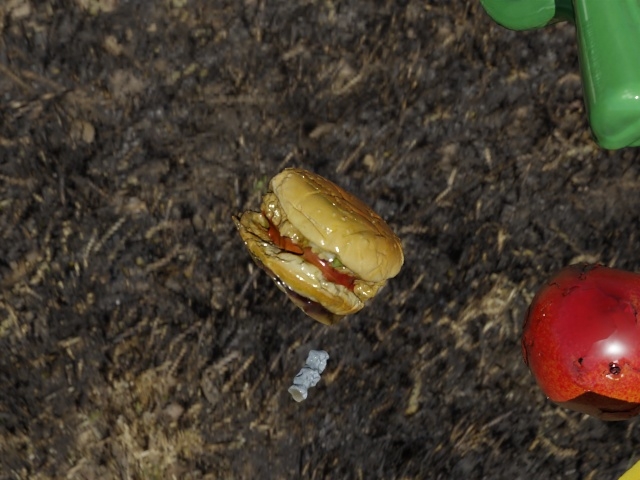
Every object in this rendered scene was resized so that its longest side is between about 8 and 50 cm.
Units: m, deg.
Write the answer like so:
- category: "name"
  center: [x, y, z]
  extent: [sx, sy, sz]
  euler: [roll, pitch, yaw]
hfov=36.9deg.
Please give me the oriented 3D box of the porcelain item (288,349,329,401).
- category: "porcelain item"
  center: [-0.014, 0.181, 1.309]
  extent: [0.028, 0.036, 0.083]
  euler: [13, 47, 25]

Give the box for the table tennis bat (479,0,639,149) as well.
- category: "table tennis bat"
  center: [0.137, -0.151, 0.483]
  extent: [0.039, 0.160, 0.257]
  euler: [22, 51, -28]

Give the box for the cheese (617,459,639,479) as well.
- category: "cheese"
  center: [0.396, 0.308, 0.982]
  extent: [0.126, 0.093, 0.171]
  euler: [10, 39, -37]

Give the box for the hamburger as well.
- category: "hamburger"
  center: [0.000, 0.000, 1.440]
  extent: [0.163, 0.244, 0.244]
  euler: [-44, 68, 12]

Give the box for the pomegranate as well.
- category: "pomegranate"
  center: [0.372, 0.133, 1.260]
  extent: [0.210, 0.235, 0.210]
  euler: [-6, 76, 27]
